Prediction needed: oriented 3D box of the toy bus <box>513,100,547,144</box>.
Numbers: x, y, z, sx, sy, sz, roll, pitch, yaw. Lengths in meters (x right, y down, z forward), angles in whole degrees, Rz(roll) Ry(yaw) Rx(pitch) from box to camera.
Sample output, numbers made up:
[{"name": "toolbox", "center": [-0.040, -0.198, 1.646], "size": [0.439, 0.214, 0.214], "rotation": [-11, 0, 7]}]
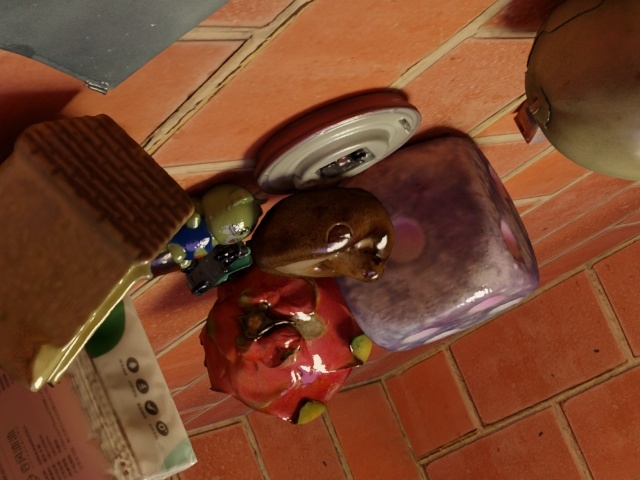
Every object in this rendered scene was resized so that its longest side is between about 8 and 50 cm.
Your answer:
[{"name": "toy bus", "center": [0.402, -0.207, 1.989], "size": [0.192, 0.065, 0.077], "rotation": [-18, 159, -21]}]

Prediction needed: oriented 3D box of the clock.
[{"name": "clock", "center": [0.025, -0.125, 1.716], "size": [0.244, 0.056, 0.244], "rotation": [-20, 167, -5]}]

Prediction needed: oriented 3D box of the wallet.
[{"name": "wallet", "center": [-0.179, -0.219, 1.027], "size": [0.251, 0.054, 0.290], "rotation": [-31, 163, 27]}]

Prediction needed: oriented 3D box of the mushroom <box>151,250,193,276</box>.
[{"name": "mushroom", "center": [-0.233, 0.023, 1.889], "size": [0.123, 0.052, 0.123], "rotation": [-21, 170, -4]}]

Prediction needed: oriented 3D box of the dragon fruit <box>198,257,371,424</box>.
[{"name": "dragon fruit", "center": [-0.050, 0.152, 2.183], "size": [0.305, 0.306, 0.226], "rotation": [-16, 163, -25]}]

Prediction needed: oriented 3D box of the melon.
[{"name": "melon", "center": [0.411, -0.205, 1.573], "size": [0.330, 0.269, 0.268], "rotation": [-11, 164, -14]}]

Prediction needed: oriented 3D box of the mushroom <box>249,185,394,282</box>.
[{"name": "mushroom", "center": [0.001, -0.015, 1.803], "size": [0.194, 0.138, 0.231], "rotation": [4, 172, 17]}]

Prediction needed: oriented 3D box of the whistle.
[{"name": "whistle", "center": [-0.178, -0.016, 1.747], "size": [0.227, 0.085, 0.105], "rotation": [-23, 163, 1]}]

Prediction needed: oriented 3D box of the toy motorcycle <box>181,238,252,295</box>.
[{"name": "toy motorcycle", "center": [-0.161, 0.038, 2.052], "size": [0.100, 0.058, 0.173], "rotation": [-21, 170, -39]}]

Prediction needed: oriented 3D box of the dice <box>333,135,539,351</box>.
[{"name": "dice", "center": [0.175, 0.007, 2.003], "size": [0.270, 0.270, 0.271], "rotation": [-27, 167, 18]}]

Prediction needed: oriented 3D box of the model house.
[{"name": "model house", "center": [-0.299, -0.015, 1.353], "size": [0.266, 0.261, 0.321], "rotation": [-47, -174, -5]}]

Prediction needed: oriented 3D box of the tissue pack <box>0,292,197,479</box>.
[{"name": "tissue pack", "center": [-0.367, 0.206, 1.736], "size": [0.266, 0.357, 0.194], "rotation": [-31, 167, 32]}]
